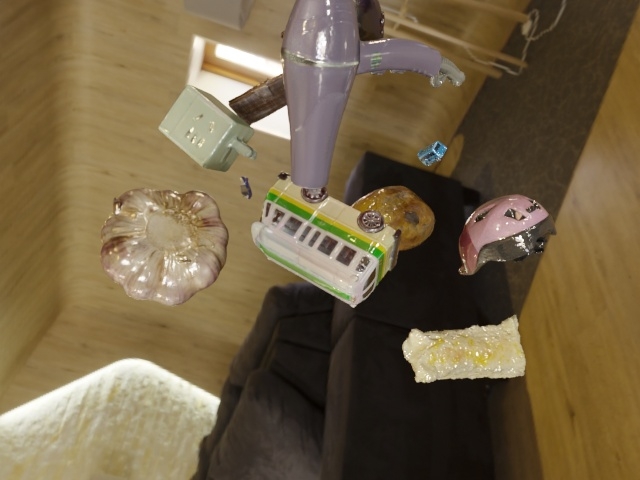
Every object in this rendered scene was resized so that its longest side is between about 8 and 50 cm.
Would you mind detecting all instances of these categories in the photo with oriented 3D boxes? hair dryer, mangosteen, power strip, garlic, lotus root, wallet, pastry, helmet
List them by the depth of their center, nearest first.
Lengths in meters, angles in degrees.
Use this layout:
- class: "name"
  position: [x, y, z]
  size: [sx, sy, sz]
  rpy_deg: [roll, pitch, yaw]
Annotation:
- class: "hair dryer"
  position: [0.100, -0.248, 0.971]
  size: [0.121, 0.361, 0.301]
  rpy_deg: [41, 134, 49]
- class: "garlic"
  position: [-0.292, 0.010, 1.124]
  size: [0.160, 0.245, 0.245]
  rpy_deg: [130, 156, -62]
- class: "pastry"
  position: [0.279, 0.222, 1.157]
  size: [0.089, 0.258, 0.121]
  rpy_deg: [102, 157, -53]
- class: "mangosteen"
  position: [0.027, -0.473, 1.317]
  size: [0.194, 0.230, 0.194]
  rpy_deg: [-5, -90, -89]
- class: "helmet"
  position: [0.414, -0.023, 1.380]
  size: [0.253, 0.198, 0.154]
  rpy_deg: [-9, 106, 61]
- class: "power strip"
  position: [-0.258, -0.256, 1.468]
  size: [0.140, 0.224, 0.139]
  rpy_deg: [-51, -11, 11]
- class: "lotus root"
  position: [0.188, -0.045, 1.592]
  size: [0.193, 0.291, 0.193]
  rpy_deg: [1, 92, 40]
- class: "wallet"
  position: [-0.153, -0.432, 1.791]
  size: [0.124, 0.230, 0.042]
  rpy_deg: [44, -152, -56]

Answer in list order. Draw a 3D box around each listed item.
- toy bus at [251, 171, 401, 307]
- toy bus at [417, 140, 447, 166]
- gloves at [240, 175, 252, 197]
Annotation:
- class: "toy bus"
  position: [0.000, 0.000, 1.279]
  size: [0.179, 0.305, 0.143]
  rpy_deg: [-52, -20, -26]
- class: "toy bus"
  position: [0.298, -0.232, 1.587]
  size: [0.038, 0.046, 0.083]
  rpy_deg: [-58, 13, -19]
- class: "gloves"
  position: [-0.202, -0.144, 1.616]
  size: [0.086, 0.026, 0.064]
  rpy_deg: [-107, 4, -87]
